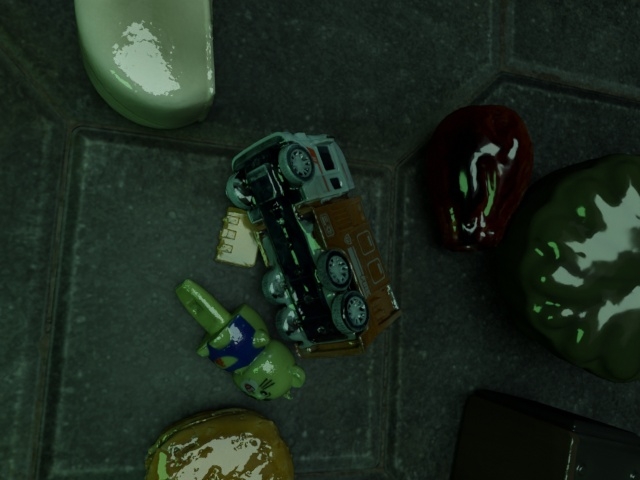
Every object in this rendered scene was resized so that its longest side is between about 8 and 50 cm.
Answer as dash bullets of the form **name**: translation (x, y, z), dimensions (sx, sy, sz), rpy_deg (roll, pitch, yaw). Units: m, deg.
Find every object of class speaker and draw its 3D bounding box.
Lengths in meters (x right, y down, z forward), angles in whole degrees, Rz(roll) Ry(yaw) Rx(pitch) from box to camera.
- **speaker**: translation (0.331, 0.346, 0.723), dimensions (0.153, 0.231, 0.192), rpy_deg (16, 81, -16)

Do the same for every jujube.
- **jujube**: translation (0.252, -0.097, 0.778), dimensions (0.168, 0.168, 0.236), rpy_deg (7, 86, -17)

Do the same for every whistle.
- **whistle**: translation (-0.113, 0.142, 0.668), dimensions (0.227, 0.105, 0.085), rpy_deg (48, 38, -11)

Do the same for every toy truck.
- **toy truck**: translation (0.000, 0.000, 0.689), dimensions (0.162, 0.136, 0.305), rpy_deg (-22, 93, -49)

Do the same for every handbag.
- **handbag**: translation (-0.119, -0.004, 0.716), dimensions (0.061, 0.027, 0.083), rpy_deg (15, 82, -16)

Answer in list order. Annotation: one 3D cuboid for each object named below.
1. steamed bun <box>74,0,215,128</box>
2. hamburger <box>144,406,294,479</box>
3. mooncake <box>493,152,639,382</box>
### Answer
- **steamed bun**: translation (-0.232, -0.277, 0.639), dimensions (0.164, 0.146, 0.241), rpy_deg (-2, 86, -22)
- **hamburger**: translation (-0.132, 0.334, 0.648), dimensions (0.214, 0.108, 0.213), rpy_deg (3, 80, -16)
- **mooncake**: translation (0.470, 0.040, 0.759), dimensions (0.357, 0.194, 0.356), rpy_deg (0, 96, 4)
